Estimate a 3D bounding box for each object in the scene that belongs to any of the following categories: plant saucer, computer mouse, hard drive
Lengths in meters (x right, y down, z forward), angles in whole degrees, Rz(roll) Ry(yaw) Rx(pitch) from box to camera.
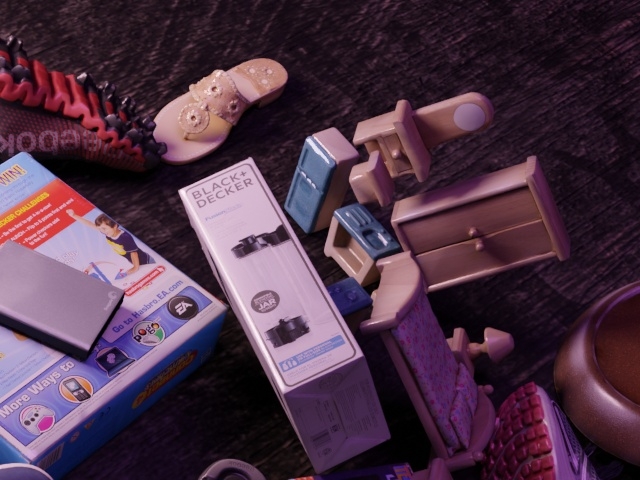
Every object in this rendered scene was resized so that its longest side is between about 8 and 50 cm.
[{"bbox_3d":[0.420,0.135,2.002,0.310,0.050,0.310,-4,42,4],"label":"plant saucer"},{"bbox_3d":[0.374,0.230,1.979,0.242,0.041,0.071,-20,42,-26],"label":"computer mouse"},{"bbox_3d":[-0.277,0.060,1.792,0.135,0.022,0.094,24,43,3],"label":"hard drive"}]

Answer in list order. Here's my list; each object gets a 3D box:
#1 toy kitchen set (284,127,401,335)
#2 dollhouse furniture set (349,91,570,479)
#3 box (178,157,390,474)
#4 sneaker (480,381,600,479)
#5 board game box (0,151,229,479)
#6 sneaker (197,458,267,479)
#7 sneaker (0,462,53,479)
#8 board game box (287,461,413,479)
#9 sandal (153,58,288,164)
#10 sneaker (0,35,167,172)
[{"bbox_3d":[0.000,0.000,2.005,0.166,0.122,0.207,-21,57,-35],"label":"toy kitchen set"},{"bbox_3d":[0.148,0.050,1.831,0.174,0.303,0.355,-17,26,19],"label":"dollhouse furniture set"},{"bbox_3d":[-0.038,0.074,1.813,0.087,0.169,0.290,-26,51,-6],"label":"box"},{"bbox_3d":[0.257,0.285,1.832,0.112,0.121,0.299,6,51,-34],"label":"sneaker"},{"bbox_3d":[-0.310,0.083,1.837,0.302,0.086,0.308,36,46,17],"label":"board game box"},{"bbox_3d":[-0.105,0.338,1.652,0.101,0.106,0.267,22,51,-7],"label":"sneaker"},{"bbox_3d":[-0.335,0.311,1.534,0.350,0.148,0.131,-41,100,-37],"label":"sneaker"},{"bbox_3d":[0.051,0.309,1.771,0.141,0.048,0.170,-3,48,-25],"label":"board game box"},{"bbox_3d":[-0.121,-0.184,2.174,0.088,0.079,0.240,36,46,17],"label":"sandal"},{"bbox_3d":[-0.314,-0.134,2.047,0.276,0.135,0.097,25,25,-29],"label":"sneaker"}]
